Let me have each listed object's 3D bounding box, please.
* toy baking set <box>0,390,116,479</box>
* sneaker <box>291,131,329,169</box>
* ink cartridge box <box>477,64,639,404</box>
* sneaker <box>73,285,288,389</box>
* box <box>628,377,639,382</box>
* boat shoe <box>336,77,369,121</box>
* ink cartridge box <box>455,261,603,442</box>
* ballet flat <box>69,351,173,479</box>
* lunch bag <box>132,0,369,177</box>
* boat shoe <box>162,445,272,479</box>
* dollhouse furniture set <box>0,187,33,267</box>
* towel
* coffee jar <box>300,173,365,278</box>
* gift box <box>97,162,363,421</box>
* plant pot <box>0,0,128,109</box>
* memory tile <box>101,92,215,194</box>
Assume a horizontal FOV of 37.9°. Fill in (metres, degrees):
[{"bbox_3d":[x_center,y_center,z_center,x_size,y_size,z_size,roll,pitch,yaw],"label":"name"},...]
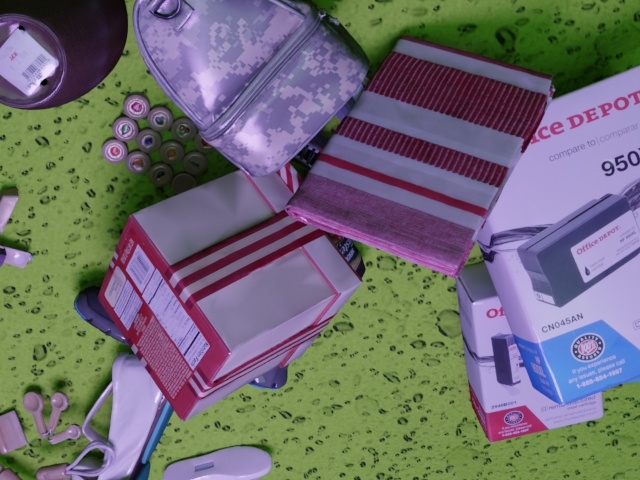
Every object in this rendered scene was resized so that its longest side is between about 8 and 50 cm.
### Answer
[{"bbox_3d":[-0.417,0.349,1.450,0.256,0.030,0.197,44,109,10],"label":"toy baking set"},{"bbox_3d":[-0.010,-0.128,1.337,0.158,0.065,0.061,17,111,-15],"label":"sneaker"},{"bbox_3d":[0.378,-0.011,1.308,0.285,0.166,0.395,-21,90,1],"label":"ink cartridge box"},{"bbox_3d":[-0.199,0.116,1.416,0.341,0.125,0.140,18,86,-15],"label":"sneaker"},{"bbox_3d":[0.614,0.177,1.571,0.244,0.060,0.100,-4,115,-6],"label":"box"},{"bbox_3d":[0.076,-0.184,1.327,0.076,0.083,0.226,-42,115,-19],"label":"boat shoe"},{"bbox_3d":[0.336,0.166,1.496,0.197,0.114,0.273,-13,115,-2],"label":"ink cartridge box"},{"bbox_3d":[-0.328,0.349,1.496,0.139,0.139,0.400,16,108,-15],"label":"ballet flat"},{"bbox_3d":[-0.109,-0.251,1.134,0.256,0.305,0.212,37,104,-23],"label":"lunch bag"},{"bbox_3d":[-0.169,0.398,1.565,0.184,0.066,0.063,-15,130,-4],"label":"boat shoe"},{"bbox_3d":[-0.433,-0.006,1.333,0.081,0.091,0.114,20,108,-33],"label":"dollhouse furniture set"},{"bbox_3d":[0.134,-0.120,1.195,0.237,0.329,0.037,21,152,21],"label":"towel"},{"bbox_3d":[0.000,0.000,1.379,0.079,0.096,0.184,-8,121,31],"label":"coffee jar"},{"bbox_3d":[-0.122,0.039,1.245,0.276,0.258,0.255,56,142,11],"label":"gift box"},{"bbox_3d":[-0.351,-0.247,1.141,0.215,0.230,0.215,-3,115,-7],"label":"plant pot"},{"bbox_3d":[-0.229,-0.134,1.332,0.148,0.012,0.113,26,109,-19],"label":"memory tile"}]
